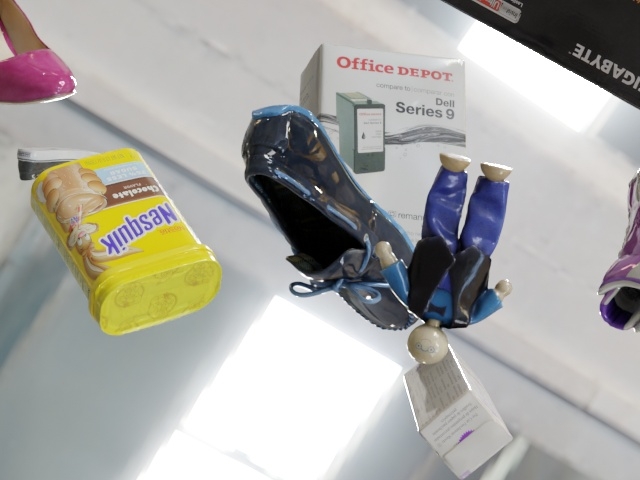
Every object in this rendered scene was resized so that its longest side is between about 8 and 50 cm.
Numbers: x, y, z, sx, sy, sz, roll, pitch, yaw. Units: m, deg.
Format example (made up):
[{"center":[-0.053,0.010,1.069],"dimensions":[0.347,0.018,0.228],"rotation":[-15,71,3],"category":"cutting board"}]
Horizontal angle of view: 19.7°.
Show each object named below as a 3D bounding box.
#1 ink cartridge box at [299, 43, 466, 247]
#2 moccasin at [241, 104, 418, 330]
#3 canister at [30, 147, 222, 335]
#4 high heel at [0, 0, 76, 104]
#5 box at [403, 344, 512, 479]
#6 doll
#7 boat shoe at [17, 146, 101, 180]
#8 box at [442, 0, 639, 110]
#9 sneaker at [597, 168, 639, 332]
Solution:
[{"center":[0.081,-0.106,2.482],"dimensions":[0.121,0.211,0.289],"rotation":[129,-36,-67],"category":"ink cartridge box"},{"center":[0.000,0.000,2.071],"dimensions":[0.138,0.342,0.116],"rotation":[-15,-140,35],"category":"moccasin"},{"center":[-0.187,-0.003,1.738],"dimensions":[0.170,0.126,0.073],"rotation":[53,-32,35],"category":"canister"},{"center":[-0.285,-0.194,1.666],"dimensions":[0.244,0.082,0.117],"rotation":[-148,-128,-59],"category":"high heel"},{"center":[0.131,0.163,1.832],"dimensions":[0.067,0.063,0.324],"rotation":[-41,-176,2],"category":"box"},{"center":[0.112,0.019,1.651],"dimensions":[0.046,0.129,0.189],"rotation":[-63,166,-83],"category":"doll"},{"center":[-0.329,-0.095,2.317],"dimensions":[0.049,0.142,0.040],"rotation":[9,-83,35],"category":"boat shoe"},{"center":[0.301,-0.316,1.887],"dimensions":[0.295,0.073,0.293],"rotation":[34,-73,24],"category":"box"},{"center":[0.316,0.009,1.790],"dimensions":[0.161,0.102,0.282],"rotation":[-48,-177,2],"category":"sneaker"}]
